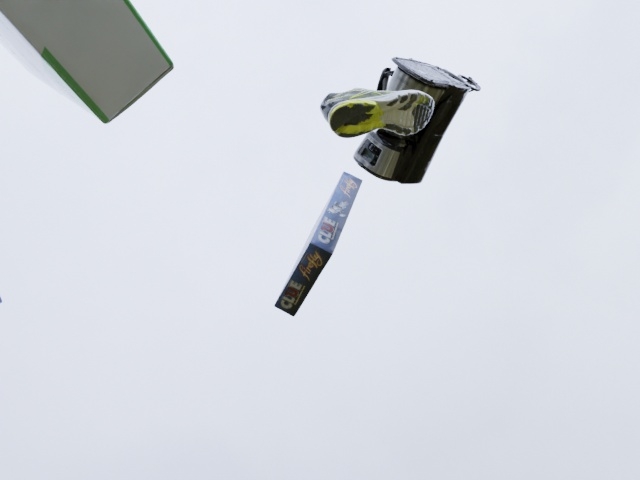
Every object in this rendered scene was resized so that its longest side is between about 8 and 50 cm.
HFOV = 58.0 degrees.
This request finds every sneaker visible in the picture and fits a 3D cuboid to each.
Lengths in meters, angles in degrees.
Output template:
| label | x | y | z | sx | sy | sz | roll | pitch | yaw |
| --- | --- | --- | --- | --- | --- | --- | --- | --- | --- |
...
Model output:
| label | x | y | z | sx | sy | sz | roll | pitch | yaw |
| --- | --- | --- | --- | --- | --- | --- | --- | --- | --- |
| sneaker | 0.038 | -0.090 | 0.385 | 0.083 | 0.035 | 0.031 | -8 | -50 | -27 |

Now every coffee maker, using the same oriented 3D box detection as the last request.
| label | x | y | z | sx | sy | sz | roll | pitch | yaw |
| --- | --- | --- | --- | --- | --- | --- | --- | --- | --- |
| coffee maker | 0.158 | -0.184 | 0.929 | 0.171 | 0.120 | 0.178 | 10 | -57 | -23 |

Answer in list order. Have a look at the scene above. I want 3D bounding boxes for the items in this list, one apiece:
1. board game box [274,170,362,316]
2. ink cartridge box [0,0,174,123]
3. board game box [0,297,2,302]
| label | x | y | z | sx | sy | sz | roll | pitch | yaw |
| --- | --- | --- | --- | --- | --- | --- | --- | --- | --- |
| board game box | 0.000 | 0.000 | 1.040 | 0.042 | 0.243 | 0.165 | 28 | -53 | -3 |
| ink cartridge box | -0.346 | -0.290 | 0.717 | 0.121 | 0.289 | 0.211 | -47 | -42 | -12 |
| board game box | -0.594 | 0.101 | 0.665 | 0.234 | 0.347 | 0.078 | -23 | -92 | 9 |
